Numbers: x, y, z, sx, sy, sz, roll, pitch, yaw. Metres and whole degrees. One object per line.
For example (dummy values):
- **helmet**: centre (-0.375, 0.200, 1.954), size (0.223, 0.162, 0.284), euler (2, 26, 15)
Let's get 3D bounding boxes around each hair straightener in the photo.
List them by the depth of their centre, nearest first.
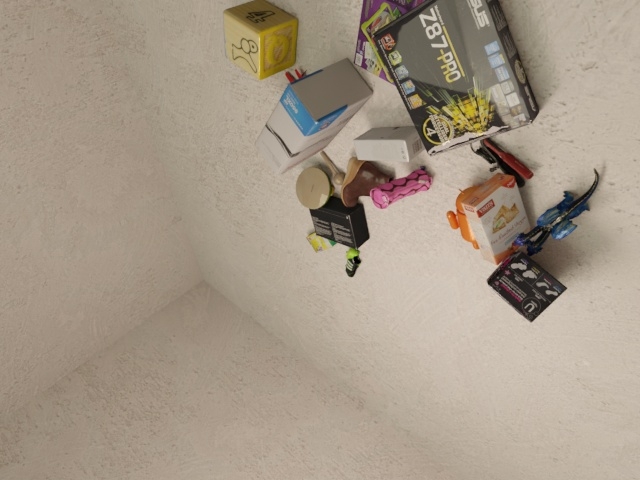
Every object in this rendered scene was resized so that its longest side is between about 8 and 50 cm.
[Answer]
- **hair straightener**: centre (0.514, -0.236, 1.332), size (0.230, 0.047, 0.089), euler (43, 148, 15)

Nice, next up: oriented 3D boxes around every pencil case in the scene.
- **pencil case**: centre (0.280, -0.178, 1.547), size (0.098, 0.209, 0.095), euler (31, 142, 59)

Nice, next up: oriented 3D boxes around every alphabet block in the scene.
- **alphabet block**: centre (-0.222, -0.744, 1.654), size (0.197, 0.193, 0.192), euler (39, 148, 21)

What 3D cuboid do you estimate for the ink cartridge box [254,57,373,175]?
- **ink cartridge box**: centre (-0.039, -0.437, 1.631), size (0.166, 0.285, 0.395), euler (54, 149, 1)

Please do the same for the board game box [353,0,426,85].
- **board game box**: centre (0.211, -0.647, 1.320), size (0.208, 0.056, 0.347), euler (42, 148, 25)

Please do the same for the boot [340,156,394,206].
- **boot**: centre (0.184, -0.193, 1.773), size (0.207, 0.090, 0.248), euler (36, 142, 29)

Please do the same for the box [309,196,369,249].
- **box**: centre (0.080, -0.089, 2.009), size (0.261, 0.103, 0.184), euler (21, 140, 42)

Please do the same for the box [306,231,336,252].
- **box**: centre (0.000, 0.000, 2.265), size (0.105, 0.043, 0.179), euler (56, 147, -7)

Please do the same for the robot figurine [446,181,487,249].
- **robot figurine**: centre (0.501, -0.079, 1.430), size (0.158, 0.128, 0.219), euler (14, 132, 48)

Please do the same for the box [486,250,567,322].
- **box**: centre (0.612, 0.133, 1.365), size (0.163, 0.142, 0.247), euler (43, -169, 15)

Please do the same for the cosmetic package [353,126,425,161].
- **cosmetic package**: centre (0.236, -0.333, 1.539), size (0.231, 0.117, 0.085), euler (14, 132, 45)

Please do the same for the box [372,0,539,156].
- **box**: centre (0.363, -0.457, 1.216), size (0.318, 0.097, 0.395), euler (-12, 115, 45)

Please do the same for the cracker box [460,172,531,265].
- **cracker box**: centre (0.530, -0.063, 1.337), size (0.232, 0.155, 0.067), euler (57, 170, -28)

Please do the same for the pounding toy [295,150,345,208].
- **pounding toy**: centre (0.009, -0.249, 1.968), size (0.237, 0.110, 0.183), euler (-45, 70, 30)

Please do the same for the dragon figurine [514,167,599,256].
- **dragon figurine**: centre (0.656, -0.060, 1.228), size (0.085, 0.144, 0.289), euler (45, 148, 11)

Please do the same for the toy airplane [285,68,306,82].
- **toy airplane**: centre (-0.088, -0.616, 1.765), size (0.151, 0.028, 0.151), euler (33, 145, 27)

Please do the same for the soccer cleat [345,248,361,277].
- **soccer cleat**: centre (0.159, 0.118, 2.157), size (0.072, 0.060, 0.179), euler (28, 138, 33)
